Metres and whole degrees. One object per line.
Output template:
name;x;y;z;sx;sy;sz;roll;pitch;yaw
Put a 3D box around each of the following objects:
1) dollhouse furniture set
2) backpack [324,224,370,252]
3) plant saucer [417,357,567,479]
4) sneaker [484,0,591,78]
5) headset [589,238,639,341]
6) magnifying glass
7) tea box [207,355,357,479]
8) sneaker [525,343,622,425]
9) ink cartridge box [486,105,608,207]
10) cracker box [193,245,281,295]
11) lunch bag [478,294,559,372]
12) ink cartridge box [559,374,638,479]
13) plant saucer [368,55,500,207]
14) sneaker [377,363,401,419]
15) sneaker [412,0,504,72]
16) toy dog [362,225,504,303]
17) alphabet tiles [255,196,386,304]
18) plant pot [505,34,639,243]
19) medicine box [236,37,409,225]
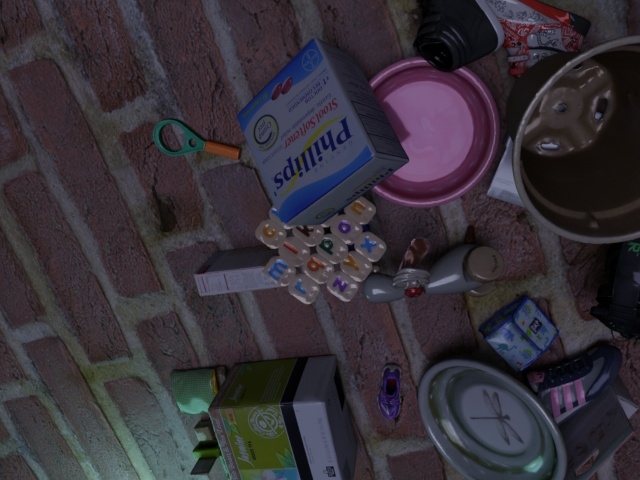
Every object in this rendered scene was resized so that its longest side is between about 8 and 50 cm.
dollhouse furniture set;-0.344;0.541;1.557;0.197;0.151;0.302;-11;108;15
backpack;0.070;-0.007;1.303;0.120;0.098;0.101;-44;101;10
plant saucer;0.441;0.465;1.351;0.400;0.100;0.401;23;126;37
sneaker;0.399;-0.420;1.085;0.269;0.090;0.145;20;110;0
headset;0.712;0.109;1.151;0.185;0.243;0.394;14;146;33
magnifying glass;-0.312;-0.244;1.326;0.230;0.026;0.092;15;112;5
tea box;-0.092;0.527;1.465;0.323;0.220;0.329;-9;108;15
sneaker;0.602;0.359;1.326;0.131;0.112;0.319;35;112;-6
ink cartridge box;0.538;-0.176;1.166;0.274;0.060;0.239;18;114;3
cracker box;-0.186;0.072;1.348;0.232;0.156;0.067;-6;109;14
lunch bag;0.498;0.230;1.313;0.151;0.096;0.129;-43;95;7
ink cartridge box;0.651;0.492;1.284;0.066;0.261;0.296;28;113;0
plant saucer;0.229;-0.243;1.189;0.331;0.084;0.333;3;111;9
sneaker;0.189;0.427;1.454;0.068;0.071;0.170;2;111;11
sneaker;0.223;-0.466;1.051;0.147;0.104;0.296;-39;88;-16
toy dog;0.269;0.051;1.245;0.333;0.161;0.220;1;155;-19
alphabet tiles;0.000;0.000;1.235;0.277;0.021;0.284;35;86;5
plant pot;0.484;-0.209;0.956;0.333;0.305;0.334;2;116;4
medicine box;-0.003;-0.219;1.123;0.263;0.149;0.290;-35;70;32
